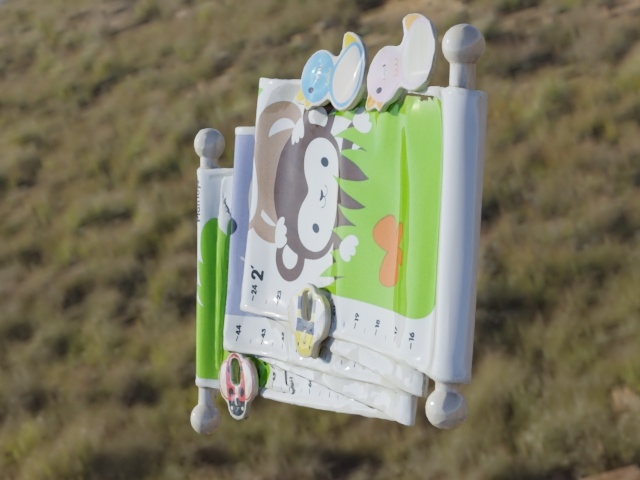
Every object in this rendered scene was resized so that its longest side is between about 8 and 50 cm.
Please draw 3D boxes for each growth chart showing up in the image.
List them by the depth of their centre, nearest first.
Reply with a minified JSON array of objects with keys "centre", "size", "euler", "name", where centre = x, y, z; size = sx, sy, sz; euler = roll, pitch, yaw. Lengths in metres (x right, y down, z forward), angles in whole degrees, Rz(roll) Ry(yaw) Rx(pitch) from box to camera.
[{"centre":[0.000,0.000,0.636],"size":[0.021,0.172,0.237],"euler":[0,-5,-31],"name":"growth chart"}]
